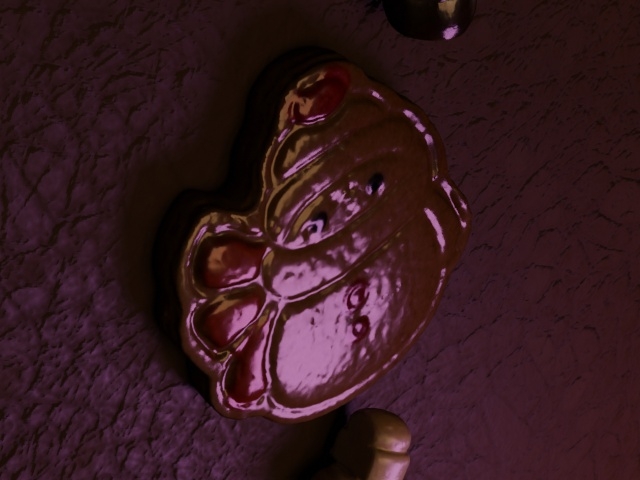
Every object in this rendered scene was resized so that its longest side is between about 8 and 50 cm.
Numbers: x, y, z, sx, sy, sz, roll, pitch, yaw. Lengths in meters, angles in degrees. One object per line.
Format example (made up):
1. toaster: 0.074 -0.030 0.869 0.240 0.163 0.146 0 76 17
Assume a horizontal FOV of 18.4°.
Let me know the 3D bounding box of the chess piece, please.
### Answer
1. chess piece: 0.003 0.357 2.022 0.117 0.117 0.397 9 104 -47

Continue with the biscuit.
1. biscuit: 0.000 0.000 1.847 0.359 0.074 0.381 -34 136 -30

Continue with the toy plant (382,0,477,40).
1. toy plant: 0.099 -0.265 1.763 0.093 0.093 0.162 -21 124 -36
